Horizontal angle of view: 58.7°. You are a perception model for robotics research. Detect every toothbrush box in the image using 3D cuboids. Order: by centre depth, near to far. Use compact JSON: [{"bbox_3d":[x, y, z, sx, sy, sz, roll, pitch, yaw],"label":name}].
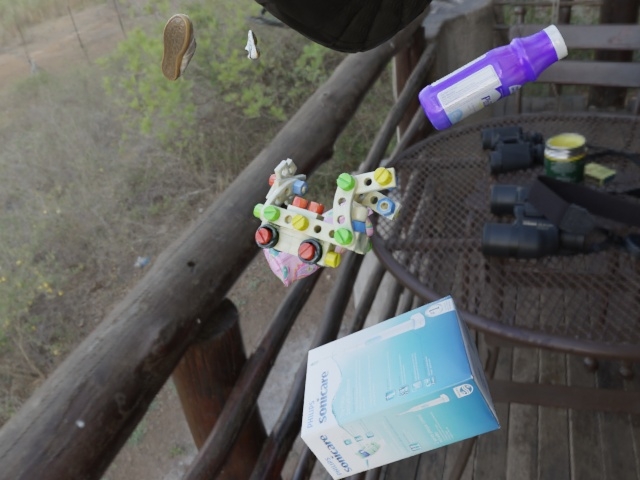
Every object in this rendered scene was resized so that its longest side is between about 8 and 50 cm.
[{"bbox_3d":[0.127,0.250,0.982,0.296,0.126,0.216,-24,26,14],"label":"toothbrush box"}]

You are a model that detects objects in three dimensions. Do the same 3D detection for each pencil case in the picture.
[{"bbox_3d":[0.000,0.000,1.436,0.284,0.124,0.124,-30,36,-9],"label":"pencil case"}]

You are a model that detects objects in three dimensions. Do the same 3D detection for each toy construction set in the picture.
[{"bbox_3d":[-0.010,-0.064,1.113,0.328,0.214,0.151,19,0,42],"label":"toy construction set"}]

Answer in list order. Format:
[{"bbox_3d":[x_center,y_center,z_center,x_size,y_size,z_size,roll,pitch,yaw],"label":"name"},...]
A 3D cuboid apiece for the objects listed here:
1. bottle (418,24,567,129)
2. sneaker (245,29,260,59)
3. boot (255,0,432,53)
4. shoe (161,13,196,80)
[{"bbox_3d":[0.340,-0.323,1.135,0.283,0.092,0.118,-27,-6,18],"label":"bottle"},{"bbox_3d":[-0.193,-0.540,1.571,0.037,0.083,0.032,-17,-14,22],"label":"sneaker"},{"bbox_3d":[-0.075,-0.301,0.350,0.138,0.284,0.378,-34,-22,27],"label":"boot"},{"bbox_3d":[-0.362,-0.502,1.465,0.076,0.219,0.058,46,56,1],"label":"shoe"}]
